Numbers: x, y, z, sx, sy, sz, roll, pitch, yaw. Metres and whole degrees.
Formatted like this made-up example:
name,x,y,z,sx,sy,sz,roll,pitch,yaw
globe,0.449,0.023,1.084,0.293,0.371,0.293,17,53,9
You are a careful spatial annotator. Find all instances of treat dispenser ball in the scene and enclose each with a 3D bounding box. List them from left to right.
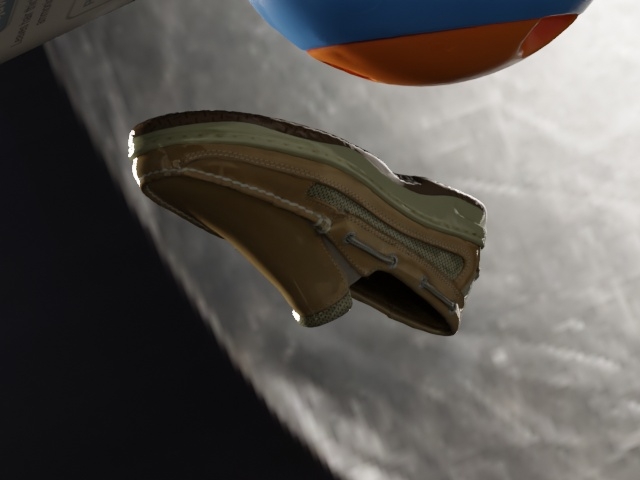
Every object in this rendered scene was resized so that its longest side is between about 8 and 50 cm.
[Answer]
name,x,y,z,sx,sy,sz,roll,pitch,yaw
treat dispenser ball,0.067,-0.245,1.268,0.288,0.288,0.288,159,90,-81

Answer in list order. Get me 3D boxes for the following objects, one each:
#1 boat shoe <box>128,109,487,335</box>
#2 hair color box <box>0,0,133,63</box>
name,x,y,z,sx,sy,sz,roll,pitch,yaw
boat shoe,0.000,0.000,0.800,0.068,0.190,0.072,-10,70,49
hair color box,-0.135,-0.158,0.783,0.113,0.374,0.185,56,154,9
